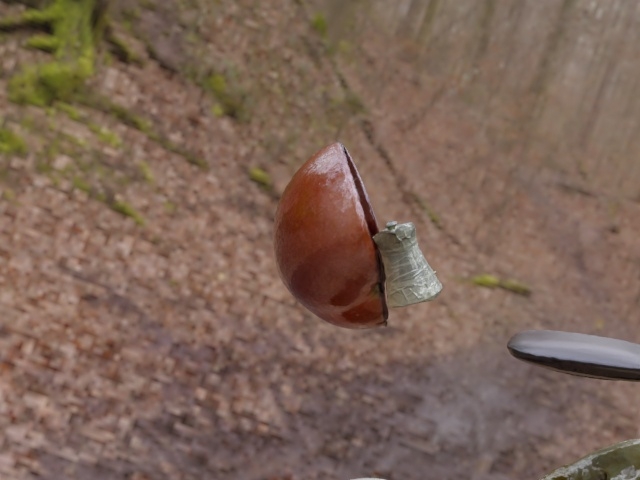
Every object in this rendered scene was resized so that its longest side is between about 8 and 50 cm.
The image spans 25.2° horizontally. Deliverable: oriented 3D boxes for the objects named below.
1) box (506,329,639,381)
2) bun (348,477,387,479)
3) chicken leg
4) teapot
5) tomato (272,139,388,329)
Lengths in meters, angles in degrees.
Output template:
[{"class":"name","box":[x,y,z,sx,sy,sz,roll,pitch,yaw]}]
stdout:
[{"class":"box","box":[0.357,0.156,1.927,0.212,0.042,0.201,8,6,13]},{"class":"bun","box":[0.119,0.371,1.651,0.263,0.175,0.263,60,-6,11]},{"class":"chicken leg","box":[0.347,0.363,1.971,0.429,0.201,0.153,-9,-43,8]},{"class":"teapot","box":[0.082,0.019,1.411,0.057,0.083,0.067,-18,15,2]},{"class":"tomato","box":[0.000,0.000,1.607,0.112,0.228,0.199,-14,47,-7]}]
